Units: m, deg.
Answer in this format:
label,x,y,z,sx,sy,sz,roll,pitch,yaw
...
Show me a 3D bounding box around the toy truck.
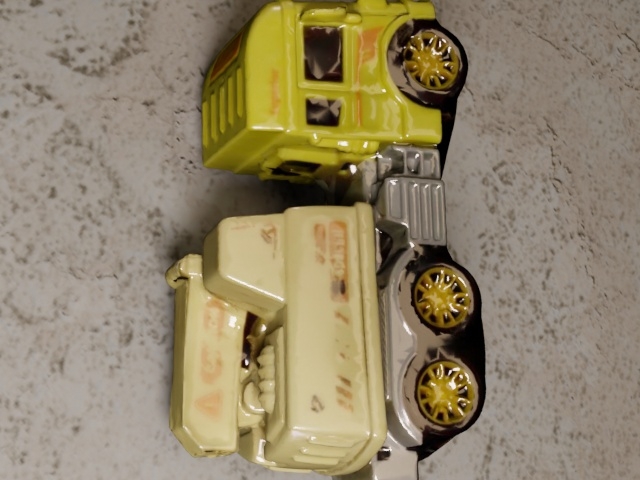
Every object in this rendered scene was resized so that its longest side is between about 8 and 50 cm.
label,x,y,z,sx,sy,sz,roll,pitch,yaw
toy truck,0.000,0.000,1.175,0.254,0.180,0.405,4,78,-24
